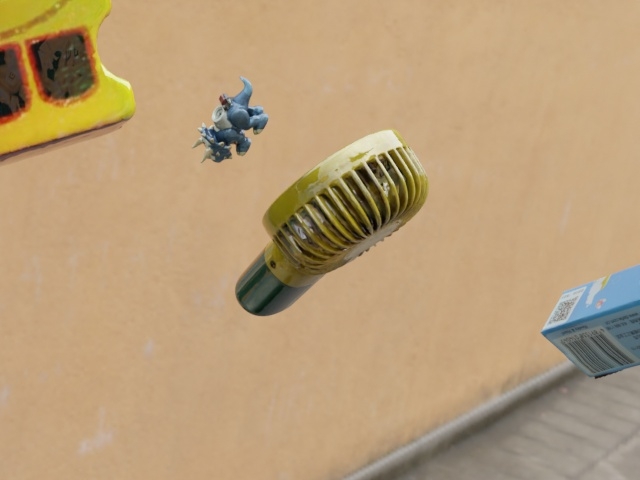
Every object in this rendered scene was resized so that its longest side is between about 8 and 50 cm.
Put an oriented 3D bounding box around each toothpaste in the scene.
[{"bbox_3d":[0.271,0.045,0.855,0.065,0.050,0.267,42,-29,-10],"label":"toothpaste"}]

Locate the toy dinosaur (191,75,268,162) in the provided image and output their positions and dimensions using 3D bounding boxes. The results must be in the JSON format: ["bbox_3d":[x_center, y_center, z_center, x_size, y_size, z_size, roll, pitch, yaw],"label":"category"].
[{"bbox_3d":[-0.080,-0.104,1.029,0.047,0.083,0.030,23,24,-40],"label":"toy dinosaur"}]

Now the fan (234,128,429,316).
[{"bbox_3d":[0.000,0.000,0.597,0.082,0.155,0.039,-28,79,-35],"label":"fan"}]

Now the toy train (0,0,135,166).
[{"bbox_3d":[-0.201,-0.068,0.344,0.296,0.160,0.100,-20,16,-33],"label":"toy train"}]
